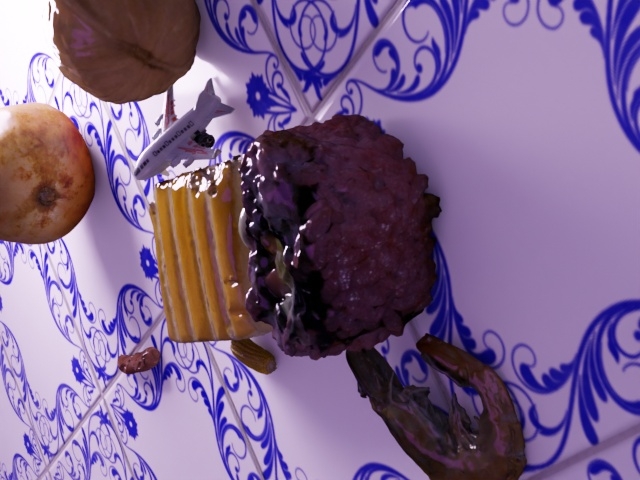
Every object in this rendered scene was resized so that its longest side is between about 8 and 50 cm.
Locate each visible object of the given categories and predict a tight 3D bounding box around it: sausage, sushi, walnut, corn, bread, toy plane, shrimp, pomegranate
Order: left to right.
[{"bbox_3d":[-0.529,-0.119,1.881,0.270,0.229,0.252,28,123,55],"label":"pomegranate"},{"bbox_3d":[-0.277,-0.307,1.458,0.261,0.225,0.225,48,138,43],"label":"walnut"},{"bbox_3d":[-0.324,0.214,1.873,0.036,0.042,0.158,42,153,-17],"label":"sausage"},{"bbox_3d":[-0.195,-0.145,1.481,0.171,0.065,0.162,-48,53,15],"label":"toy plane"},{"bbox_3d":[-0.131,0.009,1.442,0.239,0.111,0.246,-11,90,55],"label":"bread"},{"bbox_3d":[-0.097,0.164,1.518,0.092,0.037,0.037,24,121,46],"label":"corn"},{"bbox_3d":[0.000,0.000,1.194,0.236,0.170,0.270,30,130,47],"label":"sushi"},{"bbox_3d":[0.129,0.180,1.172,0.253,0.058,0.173,48,132,27],"label":"shrimp"}]
